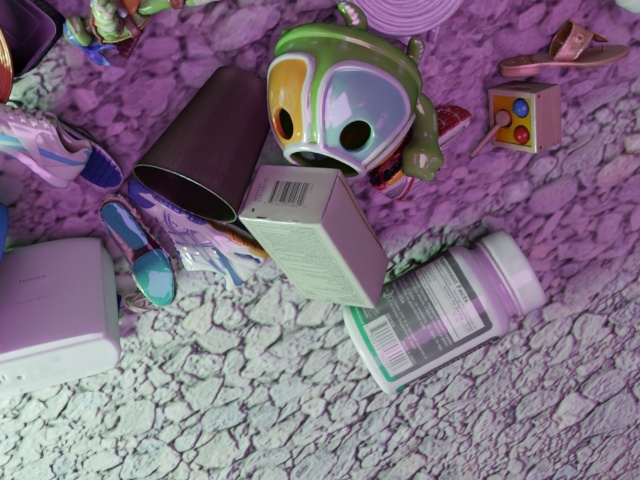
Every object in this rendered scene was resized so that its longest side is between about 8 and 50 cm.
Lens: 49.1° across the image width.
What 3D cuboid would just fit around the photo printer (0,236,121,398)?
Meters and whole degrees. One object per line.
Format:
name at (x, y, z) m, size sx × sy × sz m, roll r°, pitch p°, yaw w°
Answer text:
photo printer at (-0.488, 0.115, 1.235) m, size 0.255 × 0.308 × 0.107 m, roll -13°, pitch 130°, yaw -9°

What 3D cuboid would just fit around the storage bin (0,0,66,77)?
storage bin at (-0.528, -0.371, 1.153) m, size 0.180 × 0.084 × 0.122 m, roll 40°, pitch 103°, yaw -19°

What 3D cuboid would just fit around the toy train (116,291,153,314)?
toy train at (-0.421, 0.174, 1.387) m, size 0.247 × 0.105 × 0.144 m, roll 1°, pitch 124°, yaw -10°

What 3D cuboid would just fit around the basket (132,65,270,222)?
basket at (-0.177, -0.170, 1.197) m, size 0.227 × 0.204 × 0.154 m, roll -62°, pitch 154°, yaw -19°

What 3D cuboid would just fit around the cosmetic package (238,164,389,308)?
cosmetic package at (0.000, 0.000, 1.249) m, size 0.160 × 0.113 × 0.309 m, roll 7°, pitch 154°, yaw 25°

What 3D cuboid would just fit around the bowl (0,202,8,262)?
bowl at (-0.637, 0.094, 1.175) m, size 0.077 × 0.391 × 0.391 m, roll 25°, pitch 108°, yaw -34°

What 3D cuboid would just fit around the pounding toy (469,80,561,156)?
pounding toy at (0.359, -0.221, 1.307) m, size 0.100 × 0.141 × 0.130 m, roll -23°, pitch 116°, yaw -28°

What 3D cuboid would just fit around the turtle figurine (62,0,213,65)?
turtle figurine at (-0.310, -0.423, 1.100) m, size 0.266 × 0.198 × 0.275 m, roll -21°, pitch 117°, yaw -2°

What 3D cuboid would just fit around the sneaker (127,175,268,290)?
sneaker at (-0.247, -0.006, 1.324) m, size 0.296 × 0.112 × 0.131 m, roll 33°, pitch 110°, yaw -15°

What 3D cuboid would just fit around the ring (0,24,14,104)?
ring at (-0.643, -0.330, 1.113) m, size 0.336 × 0.032 × 0.337 m, roll 8°, pitch 132°, yaw 9°

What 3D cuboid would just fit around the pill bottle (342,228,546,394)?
pill bottle at (0.243, 0.137, 1.391) m, size 0.361 × 0.204 × 0.204 m, roll -29°, pitch 113°, yaw 5°

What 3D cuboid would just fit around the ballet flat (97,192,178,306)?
ballet flat at (-0.337, 0.011, 1.335) m, size 0.091 × 0.077 × 0.241 m, roll -23°, pitch 110°, yaw 2°

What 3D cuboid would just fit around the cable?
cable at (0.134, -0.475, 1.189) m, size 0.257 × 0.089 × 0.257 m, roll 17°, pitch 109°, yaw -13°

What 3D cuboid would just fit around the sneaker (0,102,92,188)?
sneaker at (-0.488, -0.184, 1.154) m, size 0.092 × 0.087 × 0.228 m, roll -44°, pitch 128°, yaw 13°

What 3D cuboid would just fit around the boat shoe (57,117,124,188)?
boat shoe at (-0.425, -0.167, 1.257) m, size 0.183 × 0.066 × 0.066 m, roll 41°, pitch 105°, yaw -14°

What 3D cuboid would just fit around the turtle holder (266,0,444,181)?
turtle holder at (0.050, -0.216, 1.180) m, size 0.320 × 0.243 × 0.228 m, roll 32°, pitch 67°, yaw -53°

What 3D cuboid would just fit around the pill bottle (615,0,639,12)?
pill bottle at (0.462, -0.510, 1.178) m, size 0.278 × 0.162 × 0.162 m, roll 25°, pitch 107°, yaw -17°

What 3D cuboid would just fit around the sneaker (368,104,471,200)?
sneaker at (0.197, -0.167, 1.338) m, size 0.225 × 0.088 × 0.092 m, roll -42°, pitch 131°, yaw 10°

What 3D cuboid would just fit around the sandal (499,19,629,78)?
sandal at (0.446, -0.359, 1.277) m, size 0.239 × 0.088 × 0.079 m, roll -11°, pitch 119°, yaw 3°
